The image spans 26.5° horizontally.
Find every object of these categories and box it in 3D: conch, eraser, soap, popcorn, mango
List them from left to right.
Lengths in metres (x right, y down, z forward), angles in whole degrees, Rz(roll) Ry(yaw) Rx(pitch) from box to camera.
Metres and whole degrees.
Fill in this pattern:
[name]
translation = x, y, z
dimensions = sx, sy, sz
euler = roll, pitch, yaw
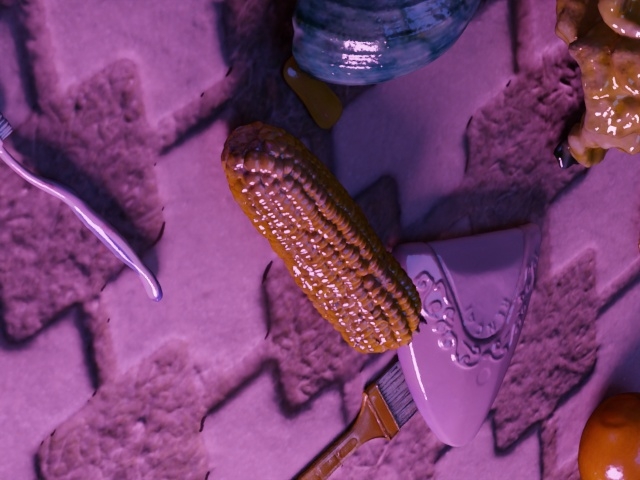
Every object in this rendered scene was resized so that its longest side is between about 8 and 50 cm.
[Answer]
[soap]
translation = -0.006, -0.139, 1.265
dimensions = 0.034, 0.012, 0.089
euler = -49, 131, -11
[conch]
translation = 0.061, -0.243, 1.188
dimensions = 0.196, 0.134, 0.202
euler = -45, 134, -30
[eraser]
translation = 0.161, 0.109, 1.464
dimensions = 0.204, 0.059, 0.243
euler = -10, 108, -37
[mango]
translation = 0.393, 0.280, 1.690
dimensions = 0.151, 0.120, 0.221
euler = -38, 135, -15
[popcorn]
translation = 0.354, -0.208, 1.369
dimensions = 0.293, 0.237, 0.293
euler = -17, 117, -36

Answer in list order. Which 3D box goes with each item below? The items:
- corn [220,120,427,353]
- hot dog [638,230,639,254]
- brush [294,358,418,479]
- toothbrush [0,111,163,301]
[corn]
translation = 0.000, 0.000, 1.273
dimensions = 0.101, 0.101, 0.292
euler = -49, 129, -11
[hot dog]
translation = 0.455, -0.080, 1.597
dimensions = 0.123, 0.093, 0.262
euler = 1, 108, -39
[brush]
translation = 0.026, 0.220, 1.446
dimensions = 0.218, 0.010, 0.082
euler = -42, 129, -16
[toothbrush]
translation = -0.210, -0.029, 1.148
dimensions = 0.027, 0.021, 0.269
euler = -45, 131, -7
